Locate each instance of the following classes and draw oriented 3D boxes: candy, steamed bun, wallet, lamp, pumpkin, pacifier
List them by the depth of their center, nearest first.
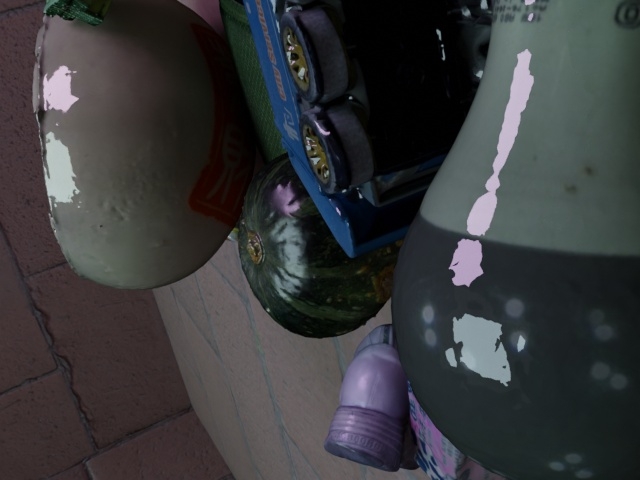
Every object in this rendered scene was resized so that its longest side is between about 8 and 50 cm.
[{"bbox_3d":[0.115,-0.024,0.396,0.182,0.182,0.314,36,143,58],"label":"lamp"},{"bbox_3d":[0.127,0.161,0.748,0.092,0.073,0.160,46,152,45],"label":"candy"},{"bbox_3d":[-0.001,0.001,0.800,0.190,0.146,0.190,56,158,37],"label":"pumpkin"},{"bbox_3d":[-0.044,-0.152,0.892,0.160,0.055,0.236,53,161,49],"label":"wallet"},{"bbox_3d":[-0.201,-0.125,1.031,0.374,0.241,0.374,179,90,-85],"label":"steamed bun"},{"bbox_3d":[-0.129,-0.029,1.300,0.083,0.068,0.064,11,89,48],"label":"pacifier"}]

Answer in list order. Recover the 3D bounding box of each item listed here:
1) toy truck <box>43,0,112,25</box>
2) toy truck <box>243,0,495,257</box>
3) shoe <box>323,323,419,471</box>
[{"bbox_3d":[-0.188,-0.334,0.842,0.135,0.259,0.128,30,173,-26],"label":"toy truck"},{"bbox_3d":[0.022,-0.169,0.544,0.175,0.146,0.367,-136,29,-59],"label":"toy truck"},{"bbox_3d":[0.072,0.167,0.875,0.095,0.138,0.245,17,170,16],"label":"shoe"}]
